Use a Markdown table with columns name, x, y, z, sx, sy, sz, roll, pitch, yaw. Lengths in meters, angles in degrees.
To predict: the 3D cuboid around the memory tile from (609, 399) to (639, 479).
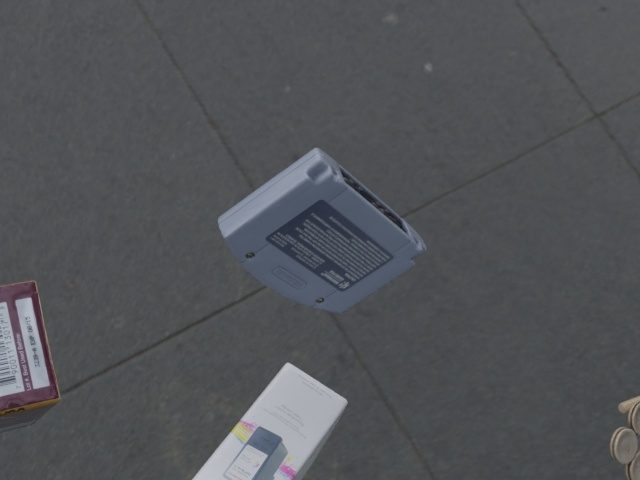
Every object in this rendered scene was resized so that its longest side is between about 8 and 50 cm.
| name | x | y | z | sx | sy | sz | roll | pitch | yaw |
| --- | --- | --- | --- | --- | --- | --- | --- | --- | --- |
| memory tile | 0.361 | 0.224 | 1.036 | 0.113 | 0.012 | 0.148 | -49 | 117 | -25 |

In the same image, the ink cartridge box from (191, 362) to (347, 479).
| name | x | y | z | sx | sy | sz | roll | pitch | yaw |
| --- | --- | --- | --- | --- | --- | --- | --- | --- | --- |
| ink cartridge box | -0.115 | 0.373 | 1.439 | 0.119 | 0.207 | 0.353 | 33 | 47 | 10 |

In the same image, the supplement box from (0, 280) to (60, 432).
| name | x | y | z | sx | sy | sz | roll | pitch | yaw |
| --- | --- | --- | --- | --- | --- | --- | --- | --- | --- |
| supplement box | -0.288 | 0.111 | 0.854 | 0.081 | 0.188 | 0.104 | -10 | 78 | -25 |

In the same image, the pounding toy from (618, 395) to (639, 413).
| name | x | y | z | sx | sy | sz | roll | pitch | yaw |
| --- | --- | --- | --- | --- | --- | --- | --- | --- | --- |
| pounding toy | 0.429 | 0.291 | 1.241 | 0.155 | 0.154 | 0.269 | 20 | 45 | 11 |

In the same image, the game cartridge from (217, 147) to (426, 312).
| name | x | y | z | sx | sy | sz | roll | pitch | yaw |
| --- | --- | --- | --- | --- | --- | --- | --- | --- | --- |
| game cartridge | 0.000 | 0.000 | 1.372 | 0.297 | 0.198 | 0.062 | 37 | 29 | -48 |
